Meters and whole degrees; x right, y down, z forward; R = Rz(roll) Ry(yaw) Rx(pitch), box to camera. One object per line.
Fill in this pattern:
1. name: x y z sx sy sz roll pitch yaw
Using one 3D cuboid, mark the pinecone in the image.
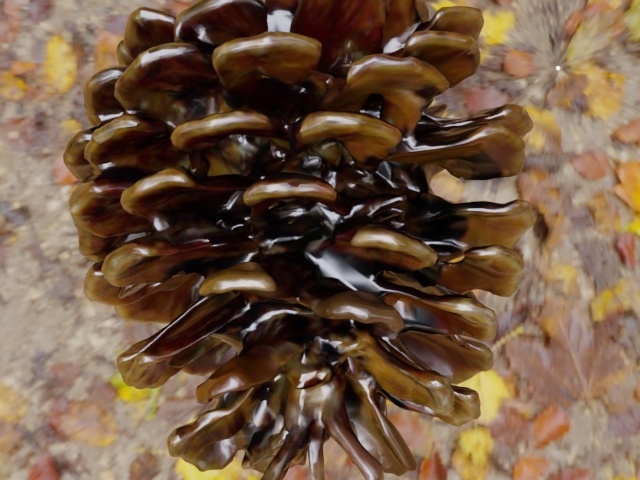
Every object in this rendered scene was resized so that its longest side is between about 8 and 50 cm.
1. pinecone: -0.005 0.006 0.474 0.163 0.163 0.165 -9 64 11
